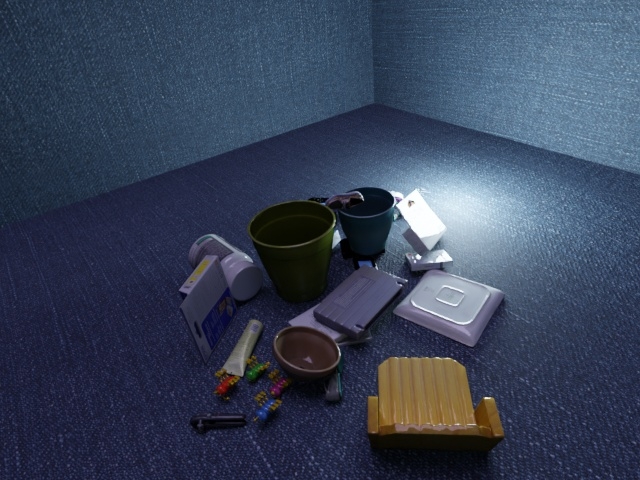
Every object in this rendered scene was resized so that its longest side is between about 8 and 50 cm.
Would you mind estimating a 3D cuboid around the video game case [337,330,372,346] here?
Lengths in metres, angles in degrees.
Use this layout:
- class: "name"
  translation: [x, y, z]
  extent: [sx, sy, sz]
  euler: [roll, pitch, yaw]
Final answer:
- class: "video game case"
  translation: [0.113, 0.357, 1.681]
  extent: [0.157, 0.019, 0.143]
  euler: [-10, 34, -4]

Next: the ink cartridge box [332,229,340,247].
- class: "ink cartridge box"
  translation: [0.000, 0.000, 2.163]
  extent: [0.180, 0.060, 0.104]
  euler: [-1, 31, 39]

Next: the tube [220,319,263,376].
- class: "tube"
  translation: [-0.296, 0.416, 1.639]
  extent: [0.070, 0.062, 0.240]
  euler: [-34, 22, 38]

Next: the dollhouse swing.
- class: "dollhouse swing"
  translation: [0.322, 0.457, 1.278]
  extent: [0.347, 0.315, 0.304]
  euler: [-2, 55, 9]

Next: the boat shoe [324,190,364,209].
- class: "boat shoe"
  translation: [0.110, -0.173, 1.890]
  extent: [0.183, 0.066, 0.066]
  euler: [-20, 39, -16]

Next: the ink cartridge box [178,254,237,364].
- class: "ink cartridge box"
  translation: [-0.451, 0.267, 1.659]
  extent: [0.072, 0.303, 0.307]
  euler: [3, 34, 19]

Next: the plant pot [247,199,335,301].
- class: "plant pot"
  translation: [-0.102, 0.067, 1.847]
  extent: [0.367, 0.352, 0.366]
  euler: [-5, 34, 4]

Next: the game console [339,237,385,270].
- class: "game console"
  translation: [0.220, 0.088, 2.034]
  extent: [0.213, 0.044, 0.361]
  euler: [-8, 35, -2]

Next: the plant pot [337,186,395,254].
- class: "plant pot"
  translation: [0.218, -0.080, 2.015]
  extent: [0.272, 0.255, 0.271]
  euler: [-5, 36, 4]

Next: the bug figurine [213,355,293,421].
- class: "bug figurine"
  translation: [-0.222, 0.510, 1.460]
  extent: [0.279, 0.072, 0.216]
  euler: [17, 30, 34]

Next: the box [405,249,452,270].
- class: "box"
  translation: [0.497, 0.091, 1.953]
  extent: [0.186, 0.038, 0.145]
  euler: [-5, 18, 1]

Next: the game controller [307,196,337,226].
- class: "game controller"
  translation: [0.007, -0.160, 2.415]
  extent: [0.167, 0.067, 0.319]
  euler: [-5, 35, 3]

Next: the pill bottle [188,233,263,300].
- class: "pill bottle"
  translation: [-0.439, 0.123, 1.957]
  extent: [0.204, 0.204, 0.361]
  euler: [-31, 40, -31]

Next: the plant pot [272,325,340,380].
- class: "plant pot"
  translation: [-0.057, 0.412, 1.472]
  extent: [0.237, 0.109, 0.237]
  euler: [12, 23, -5]

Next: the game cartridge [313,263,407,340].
- class: "game cartridge"
  translation: [0.163, 0.238, 1.706]
  extent: [0.230, 0.068, 0.355]
  euler: [17, 41, 38]

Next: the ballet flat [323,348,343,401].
- class: "ballet flat"
  translation: [0.044, 0.468, 1.485]
  extent: [0.068, 0.072, 0.213]
  euler: [-10, 33, 11]

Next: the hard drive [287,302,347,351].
- class: "hard drive"
  translation: [0.052, 0.316, 1.698]
  extent: [0.308, 0.040, 0.203]
  euler: [-26, 38, -26]

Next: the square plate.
- class: "square plate"
  translation: [0.531, 0.247, 1.741]
  extent: [0.344, 0.049, 0.347]
  euler: [20, 42, 33]

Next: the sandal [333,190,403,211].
- class: "sandal"
  translation: [0.267, -0.200, 2.351]
  extent: [0.417, 0.169, 0.102]
  euler: [-7, 56, -5]

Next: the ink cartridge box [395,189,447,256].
- class: "ink cartridge box"
  translation: [0.473, -0.091, 2.047]
  extent: [0.261, 0.066, 0.296]
  euler: [52, 38, 3]

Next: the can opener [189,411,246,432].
- class: "can opener"
  translation: [-0.335, 0.587, 1.386]
  extent: [0.186, 0.059, 0.073]
  euler: [-4, 34, 5]

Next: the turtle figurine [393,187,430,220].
- class: "turtle figurine"
  translation: [0.503, -0.183, 2.325]
  extent: [0.234, 0.118, 0.175]
  euler: [-11, 75, -3]
